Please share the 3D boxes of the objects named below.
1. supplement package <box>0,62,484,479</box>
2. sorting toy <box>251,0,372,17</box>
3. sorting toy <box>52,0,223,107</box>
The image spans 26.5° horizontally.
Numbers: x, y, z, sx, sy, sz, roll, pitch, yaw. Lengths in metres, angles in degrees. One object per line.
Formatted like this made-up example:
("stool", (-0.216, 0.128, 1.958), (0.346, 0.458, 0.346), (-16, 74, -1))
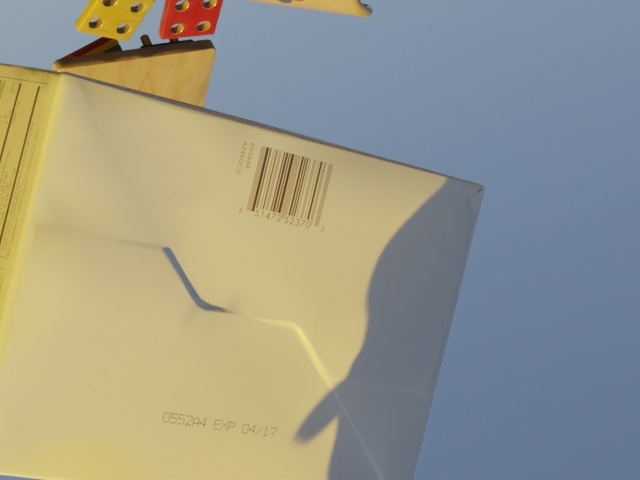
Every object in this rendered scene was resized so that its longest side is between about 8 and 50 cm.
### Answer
("supplement package", (-0.071, 0.029, 0.775), (0.145, 0.262, 0.204), (16, -87, 59))
("sorting toy", (-0.108, -0.312, 1.366), (0.307, 0.229, 0.041), (18, -116, 45))
("sorting toy", (-0.163, -0.126, 1.124), (0.132, 0.274, 0.046), (-12, -123, -23))
